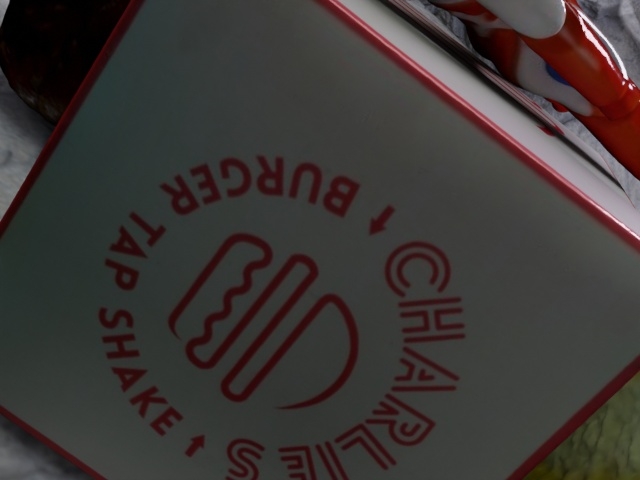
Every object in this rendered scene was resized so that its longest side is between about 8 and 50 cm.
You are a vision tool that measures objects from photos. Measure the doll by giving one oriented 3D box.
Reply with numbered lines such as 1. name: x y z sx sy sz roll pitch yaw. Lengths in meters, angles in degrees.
1. doll: 0.104 -0.148 0.480 0.384 0.099 0.188 24 23 -43

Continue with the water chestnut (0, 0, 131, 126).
1. water chestnut: -0.153 -0.212 0.768 0.244 0.289 0.289 46 17 -33

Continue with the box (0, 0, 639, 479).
1. box: 0.000 0.000 0.556 0.312 0.314 0.300 36 21 -5

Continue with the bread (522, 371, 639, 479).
1. bread: 0.219 0.217 0.554 0.239 0.264 0.395 34 38 -16
